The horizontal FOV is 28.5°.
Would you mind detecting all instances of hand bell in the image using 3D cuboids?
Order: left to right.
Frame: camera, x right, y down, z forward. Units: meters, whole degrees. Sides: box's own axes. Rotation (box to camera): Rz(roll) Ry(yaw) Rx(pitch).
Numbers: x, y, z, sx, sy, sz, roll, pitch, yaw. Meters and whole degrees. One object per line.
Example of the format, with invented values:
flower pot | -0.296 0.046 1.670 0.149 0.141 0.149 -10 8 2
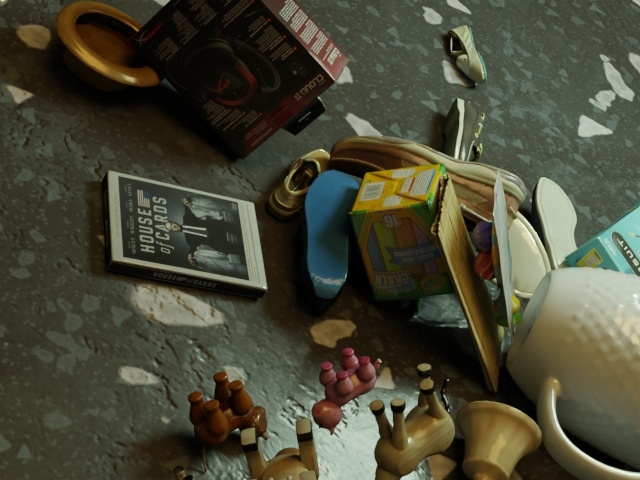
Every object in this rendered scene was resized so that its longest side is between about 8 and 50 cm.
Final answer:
hand bell | 0.214 0.354 1.733 0.126 0.126 0.242 30 52 -5

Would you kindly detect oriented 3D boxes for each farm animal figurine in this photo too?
farm animal figurine | -0.012 0.290 1.540 0.330 0.172 0.327 -2 31 17

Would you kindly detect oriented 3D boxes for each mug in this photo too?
mug | 0.449 0.218 1.882 0.328 0.276 0.374 25 46 3

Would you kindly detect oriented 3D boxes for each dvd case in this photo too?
dvd case | -0.200 -0.008 1.847 0.239 0.029 0.179 12 44 -25

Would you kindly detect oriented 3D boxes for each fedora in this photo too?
fedora | -0.341 -0.293 1.994 0.194 0.079 0.194 27 37 -22

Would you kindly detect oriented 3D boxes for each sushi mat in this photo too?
sushi mat | 0.226 0.066 1.909 0.151 0.019 0.316 -70 144 -51

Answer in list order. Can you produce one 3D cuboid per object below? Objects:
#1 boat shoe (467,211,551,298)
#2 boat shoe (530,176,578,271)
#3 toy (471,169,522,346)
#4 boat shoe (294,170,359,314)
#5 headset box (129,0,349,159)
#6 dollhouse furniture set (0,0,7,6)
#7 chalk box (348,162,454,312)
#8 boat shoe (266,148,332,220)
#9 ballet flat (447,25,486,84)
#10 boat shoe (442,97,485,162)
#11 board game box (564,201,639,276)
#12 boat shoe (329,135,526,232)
boat shoe | 0.261 -0.020 2.108 0.116 0.099 0.319 -45 75 -6
boat shoe | 0.405 -0.001 2.213 0.095 0.079 0.254 16 46 -25
toy | 0.262 0.029 1.917 0.056 0.237 0.137 -8 31 15
boat shoe | 0.000 0.000 1.936 0.109 0.089 0.258 17 46 -1
headset box | -0.116 -0.288 1.985 0.293 0.218 0.110 46 29 -11
dollhouse furniture set | -0.555 -0.542 1.881 0.303 0.355 0.174 6 48 -30
chalk box | 0.143 0.008 1.945 0.132 0.213 0.132 -8 30 20
boat shoe | -0.019 -0.104 2.029 0.068 0.072 0.190 32 39 0
ballet flat | 0.291 -0.369 2.533 0.052 0.057 0.168 -7 46 -4
boat shoe | 0.265 -0.180 2.292 0.069 0.081 0.228 22 39 -8
board game box | 0.593 0.068 2.208 0.254 0.079 0.336 57 38 4
boat shoe | 0.163 -0.083 2.024 0.324 0.123 0.116 16 79 12
